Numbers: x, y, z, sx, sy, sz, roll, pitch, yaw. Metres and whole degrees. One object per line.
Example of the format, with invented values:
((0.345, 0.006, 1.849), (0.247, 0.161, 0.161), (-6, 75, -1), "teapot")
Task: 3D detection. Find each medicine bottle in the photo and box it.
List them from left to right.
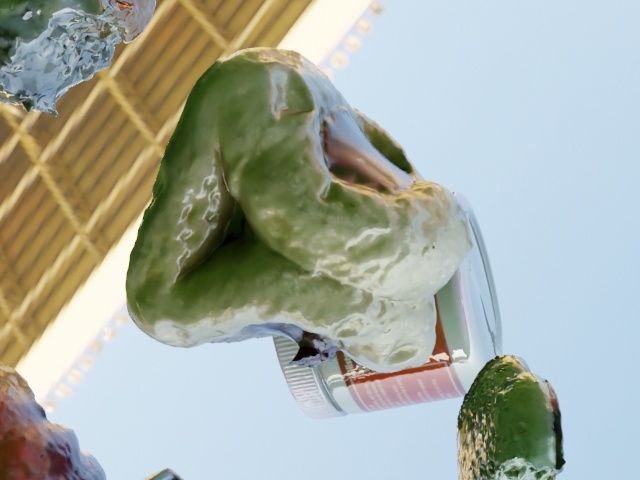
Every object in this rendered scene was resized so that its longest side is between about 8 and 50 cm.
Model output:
((0.085, 0.080, 1.606), (0.240, 0.252, 0.253), (-12, -131, 15), "medicine bottle")

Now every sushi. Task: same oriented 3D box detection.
((-0.265, -0.210, 1.005), (0.274, 0.139, 0.184), (22, -94, 19), "sushi")

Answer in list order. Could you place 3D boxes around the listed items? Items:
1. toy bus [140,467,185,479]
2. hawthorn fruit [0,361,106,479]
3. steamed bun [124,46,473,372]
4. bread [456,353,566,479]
((-0.174, 0.286, 1.048), (0.109, 0.136, 0.329), (-34, 178, -38), "toy bus")
((-0.454, 0.342, 1.520), (0.402, 0.402, 0.403), (-32, -140, 32), "hawthorn fruit")
((0.000, 0.000, 0.695), (0.155, 0.141, 0.172), (26, -78, 15), "steamed bun")
((0.167, 0.196, 1.225), (0.232, 0.064, 0.173), (-111, -150, -82), "bread")
